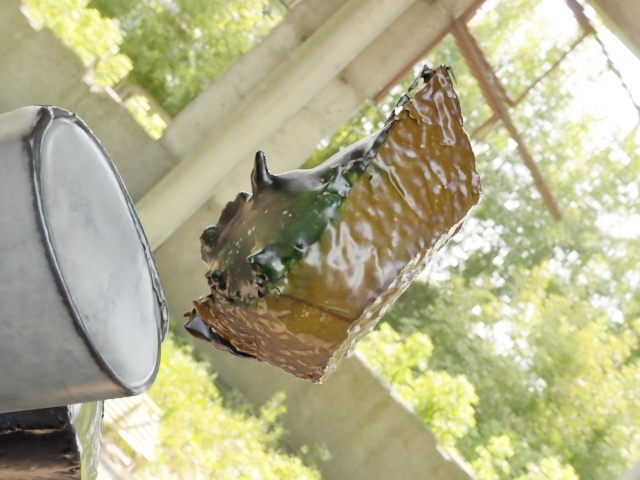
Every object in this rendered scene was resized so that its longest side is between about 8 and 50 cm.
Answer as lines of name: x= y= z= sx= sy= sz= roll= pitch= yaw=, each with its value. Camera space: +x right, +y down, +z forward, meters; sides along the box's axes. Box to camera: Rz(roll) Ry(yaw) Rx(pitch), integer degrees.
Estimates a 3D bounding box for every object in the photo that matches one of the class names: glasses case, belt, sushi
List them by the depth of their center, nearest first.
glasses case: x=-0.214 y=0.027 z=0.389 sx=0.060 sy=0.299 sz=0.114 roll=-64 pitch=141 yaw=-61
belt: x=-0.176 y=0.080 z=0.606 sx=0.198 sy=0.078 sz=0.151 roll=117 pitch=-28 yaw=-76
sushi: x=0.001 y=0.000 z=0.710 sx=0.140 sy=0.287 sz=0.149 roll=46 pitch=28 yaw=15
